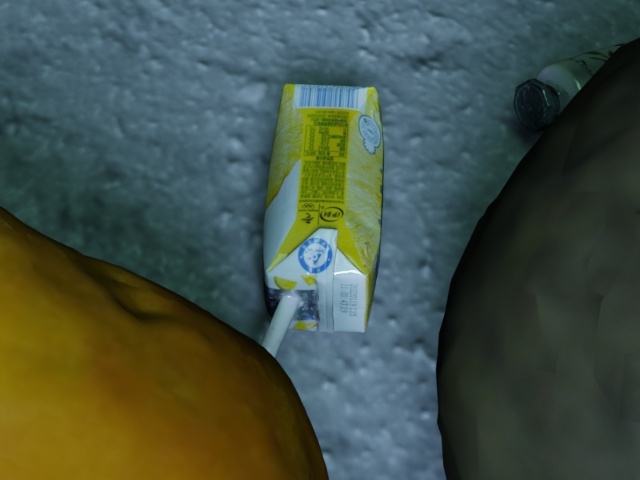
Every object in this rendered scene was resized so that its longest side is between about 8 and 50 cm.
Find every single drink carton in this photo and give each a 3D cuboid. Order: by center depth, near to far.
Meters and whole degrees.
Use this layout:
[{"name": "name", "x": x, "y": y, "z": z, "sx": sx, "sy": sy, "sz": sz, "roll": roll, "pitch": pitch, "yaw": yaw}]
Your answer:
[{"name": "drink carton", "x": 0.000, "y": 0.000, "z": 0.767, "sx": 0.074, "sy": 0.084, "sz": 0.200, "roll": 3, "pitch": 56, "yaw": 0}]

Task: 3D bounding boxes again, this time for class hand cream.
[{"name": "hand cream", "x": 0.242, "y": -0.119, "z": 0.935, "sx": 0.234, "sy": 0.050, "sz": 0.080, "roll": -16, "pitch": 58, "yaw": -30}]

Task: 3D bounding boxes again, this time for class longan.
[{"name": "longan", "x": 0.246, "y": 0.063, "z": 0.601, "sx": 0.391, "sy": 0.391, "sz": 0.391, "roll": 7, "pitch": 55, "yaw": -10}]

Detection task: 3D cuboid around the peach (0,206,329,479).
[{"name": "peach", "x": -0.171, "y": 0.134, "z": 0.493, "sx": 0.343, "sy": 0.343, "sz": 0.302, "roll": 25, "pitch": 83, "yaw": 3}]
